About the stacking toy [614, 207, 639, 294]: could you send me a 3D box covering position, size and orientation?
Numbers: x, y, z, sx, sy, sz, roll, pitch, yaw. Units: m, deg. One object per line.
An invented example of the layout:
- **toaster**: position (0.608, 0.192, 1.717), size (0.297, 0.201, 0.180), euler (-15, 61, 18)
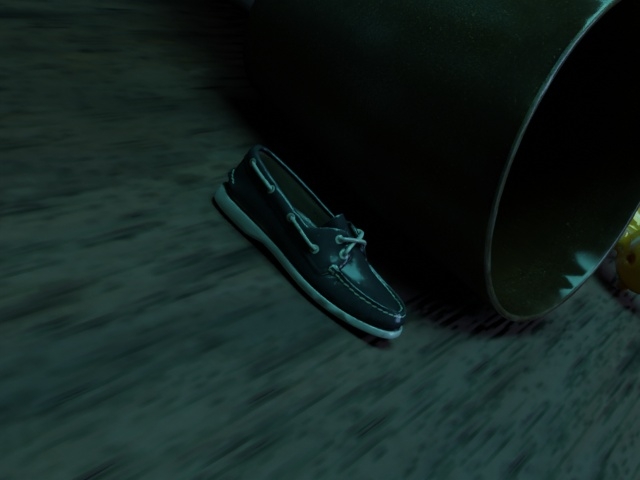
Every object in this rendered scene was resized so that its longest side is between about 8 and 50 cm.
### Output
- **stacking toy**: position (0.231, -0.067, 1.188), size (0.166, 0.175, 0.301), euler (23, 33, -30)

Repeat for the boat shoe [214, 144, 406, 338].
- **boat shoe**: position (0.000, 0.000, 0.756), size (0.125, 0.038, 0.046), euler (43, 20, 21)

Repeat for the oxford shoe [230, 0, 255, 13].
- **oxford shoe**: position (-0.092, -0.347, 1.131), size (0.449, 0.130, 0.169), euler (54, 41, -9)

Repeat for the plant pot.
- **plant pot**: position (0.073, -0.096, 0.905), size (0.230, 0.215, 0.215), euler (29, 13, 30)
